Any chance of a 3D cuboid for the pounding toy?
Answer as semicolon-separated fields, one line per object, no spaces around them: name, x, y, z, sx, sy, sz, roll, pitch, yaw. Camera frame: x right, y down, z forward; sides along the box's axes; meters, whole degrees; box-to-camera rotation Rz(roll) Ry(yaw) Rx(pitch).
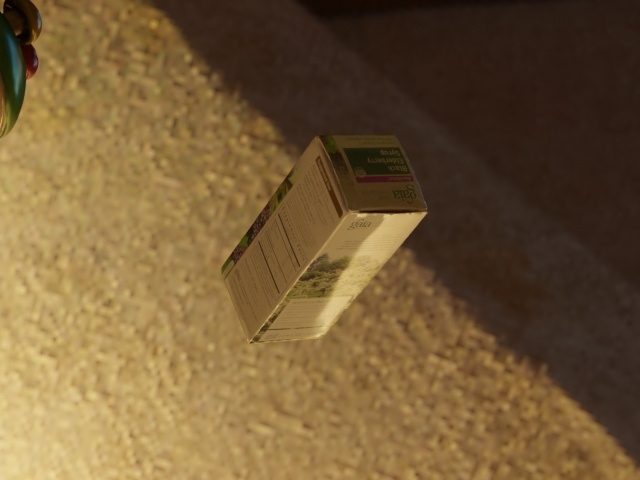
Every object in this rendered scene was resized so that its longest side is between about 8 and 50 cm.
pounding toy;-0.357;-0.230;1.957;0.110;0.236;0.183;-28;-167;-33

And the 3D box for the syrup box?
syrup box;0.000;0.000;1.799;0.093;0.237;0.096;-3;-124;-33
